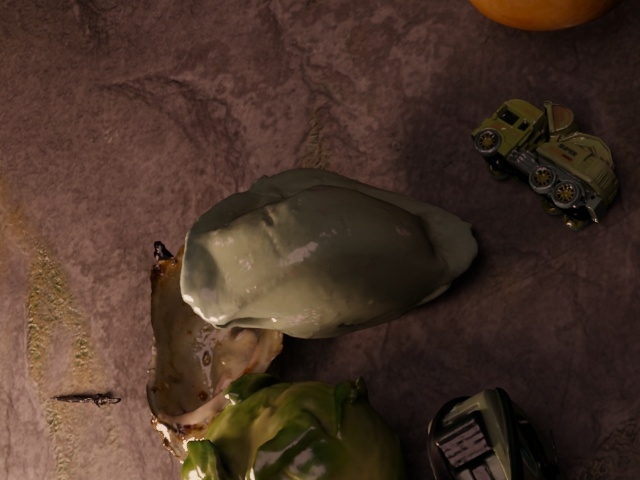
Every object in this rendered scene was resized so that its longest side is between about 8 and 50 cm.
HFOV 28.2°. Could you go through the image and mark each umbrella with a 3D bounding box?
[{"bbox_3d":[-0.345,0.234,1.879,0.149,0.022,0.022,-1,108,40],"label":"umbrella"}]

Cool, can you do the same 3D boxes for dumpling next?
[{"bbox_3d":[-0.002,0.027,1.617,0.270,0.320,0.212,28,103,56],"label":"dumpling"}]

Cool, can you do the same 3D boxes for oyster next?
[{"bbox_3d":[-0.118,0.138,1.730,0.221,0.096,0.361,-11,64,19],"label":"oyster"}]

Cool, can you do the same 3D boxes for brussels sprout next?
[{"bbox_3d":[-0.029,0.285,1.538,0.259,0.227,0.294,-20,54,29],"label":"brussels sprout"}]

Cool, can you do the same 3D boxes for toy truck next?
[{"bbox_3d":[0.288,-0.105,1.576,0.116,0.085,0.191,-49,57,-5],"label":"toy truck"}]

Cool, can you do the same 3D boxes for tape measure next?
[{"bbox_3d":[0.201,0.251,1.399,0.115,0.235,0.207,-30,59,16],"label":"tape measure"}]

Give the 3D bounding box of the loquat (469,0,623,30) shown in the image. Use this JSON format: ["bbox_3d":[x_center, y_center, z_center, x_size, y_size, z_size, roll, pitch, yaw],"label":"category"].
[{"bbox_3d":[0.286,-0.388,1.600,0.263,0.263,0.263,-12,66,28],"label":"loquat"}]
